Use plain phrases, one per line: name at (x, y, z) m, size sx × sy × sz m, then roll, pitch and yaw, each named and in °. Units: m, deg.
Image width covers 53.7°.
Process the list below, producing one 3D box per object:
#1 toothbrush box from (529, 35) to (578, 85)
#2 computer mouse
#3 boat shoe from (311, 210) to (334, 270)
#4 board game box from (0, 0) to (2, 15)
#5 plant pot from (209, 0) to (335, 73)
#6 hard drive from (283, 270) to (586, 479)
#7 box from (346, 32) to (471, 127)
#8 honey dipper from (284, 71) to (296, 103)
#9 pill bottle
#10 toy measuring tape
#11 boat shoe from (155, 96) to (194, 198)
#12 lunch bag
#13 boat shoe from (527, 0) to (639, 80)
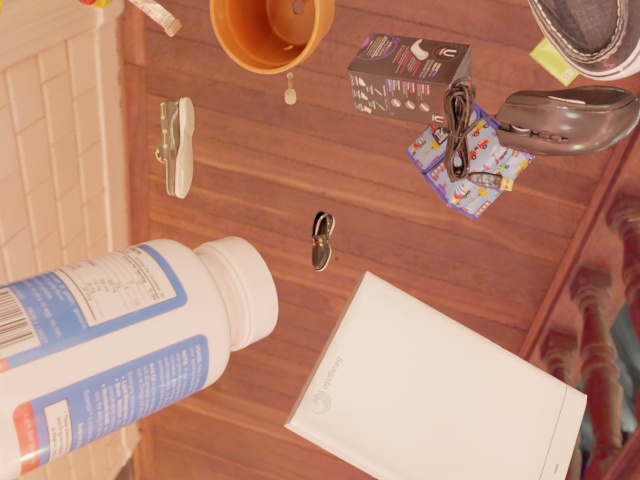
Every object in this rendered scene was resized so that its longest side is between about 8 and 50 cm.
toothbrush box at (0.644, -0.522, 1.477) m, size 0.122 × 0.206 × 0.283 m, roll 43°, pitch 126°, yaw 1°
computer mouse at (0.298, -0.130, 0.888) m, size 0.262 × 0.060 × 0.184 m, roll 5°, pitch 136°, yaw 7°
boat shoe at (-0.002, 0.000, 1.371) m, size 0.049 × 0.132 × 0.042 m, roll -2°, pitch 160°, yaw 33°
board game box at (-0.504, -0.407, 0.609) m, size 0.357 × 0.357 × 0.356 m, roll 5°, pitch 109°, yaw -34°
plant pot at (-0.093, -0.567, 1.550) m, size 0.291 × 0.203 × 0.290 m, roll 10°, pitch 114°, yaw 24°
hard drive at (0.162, 0.224, 0.836) m, size 0.353 × 0.233 × 0.047 m, roll 29°, pitch 155°, yaw -1°
box at (0.227, -0.407, 1.600) m, size 0.271 × 0.165 × 0.143 m, roll 16°, pitch 148°, yaw 24°
honey dipper at (-0.082, -0.416, 1.715) m, size 0.031 × 0.160 × 0.030 m, roll -1°, pitch 127°, yaw -2°
pill bottle at (-0.145, 0.070, 0.466) m, size 0.124 × 0.222 × 0.124 m, roll 24°, pitch 122°, yaw 44°
toy measuring tape at (-0.466, -0.557, 1.449) m, size 0.330 × 0.121 × 0.121 m, roll 36°, pitch 127°, yaw -4°
boat shoe at (-0.428, -0.270, 1.848) m, size 0.091 × 0.109 × 0.304 m, roll -1°, pitch 79°, yaw 7°
lunch bag at (0.367, -0.237, 1.655) m, size 0.138 × 0.293 × 0.221 m, roll 21°, pitch 118°, yaw -43°
boat shoe at (0.095, -0.157, 0.289) m, size 0.065 × 0.083 × 0.183 m, roll -18°, pitch 93°, yaw 51°
